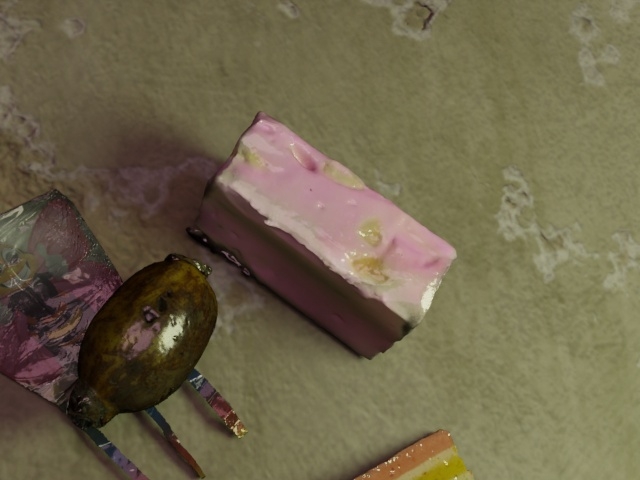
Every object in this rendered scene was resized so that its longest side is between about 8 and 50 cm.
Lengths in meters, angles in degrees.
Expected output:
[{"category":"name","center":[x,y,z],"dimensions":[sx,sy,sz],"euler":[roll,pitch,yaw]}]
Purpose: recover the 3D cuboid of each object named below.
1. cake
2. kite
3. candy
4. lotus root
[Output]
[{"category":"cake","center":[0.077,0.280,1.168],"dimensions":[0.225,0.090,0.109],"euler":[-26,73,-23]},{"category":"kite","center":[-0.238,0.109,1.195],"dimensions":[0.360,0.022,0.204],"euler":[42,65,6]},{"category":"candy","center":[0.000,0.000,1.225],"dimensions":[0.265,0.155,0.115],"euler":[36,61,2]},{"category":"lotus root","center":[-0.173,0.101,1.136],"dimensions":[0.120,0.120,0.209],"euler":[34,65,1]}]
